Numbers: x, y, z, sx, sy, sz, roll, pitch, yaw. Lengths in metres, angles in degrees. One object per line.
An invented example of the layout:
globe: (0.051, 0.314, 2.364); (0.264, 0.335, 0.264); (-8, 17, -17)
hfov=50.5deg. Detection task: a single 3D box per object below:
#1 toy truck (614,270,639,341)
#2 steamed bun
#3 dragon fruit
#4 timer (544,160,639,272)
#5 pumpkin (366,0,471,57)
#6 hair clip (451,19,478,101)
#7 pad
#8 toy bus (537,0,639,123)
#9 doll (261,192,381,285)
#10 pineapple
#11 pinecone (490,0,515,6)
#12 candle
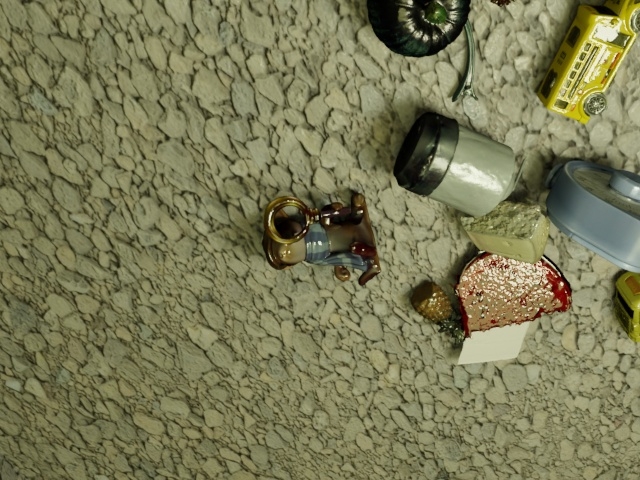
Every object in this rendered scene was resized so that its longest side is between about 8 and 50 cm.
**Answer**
toy truck: (1.095, 0.149, 2.022); (0.406, 0.180, 0.253); (-17, 121, 9)
steamed bun: (0.518, -0.048, 1.883); (0.226, 0.170, 0.200); (14, 161, 33)
dragon fruit: (0.563, 0.121, 2.043); (0.344, 0.100, 0.282); (-13, 105, 7)
timer: (0.772, -0.095, 1.783); (0.396, 0.395, 0.173); (14, 119, -8)
pumpkin: (0.238, -0.540, 1.577); (0.248, 0.248, 0.247); (0, 120, 0)
hair clip: (0.375, -0.470, 1.743); (0.070, 0.039, 0.229); (-3, 115, 1)
pad: (0.556, 0.331, 2.183); (0.232, 0.004, 0.156); (-3, 123, -20)
toy bus: (0.676, -0.469, 1.679); (0.152, 0.144, 0.330); (16, 120, -8)
doll: (0.001, 0.002, 1.910); (0.340, 0.209, 0.317); (-1, 117, 3)
pineapple: (0.388, 0.231, 2.108); (0.125, 0.125, 0.251); (-35, 119, 18)
pinecone: (0.430, -0.613, 1.628); (0.102, 0.102, 0.109); (-23, 145, 12)
candle: (0.378, -0.187, 1.798); (0.343, 0.221, 0.221); (22, 118, -13)
